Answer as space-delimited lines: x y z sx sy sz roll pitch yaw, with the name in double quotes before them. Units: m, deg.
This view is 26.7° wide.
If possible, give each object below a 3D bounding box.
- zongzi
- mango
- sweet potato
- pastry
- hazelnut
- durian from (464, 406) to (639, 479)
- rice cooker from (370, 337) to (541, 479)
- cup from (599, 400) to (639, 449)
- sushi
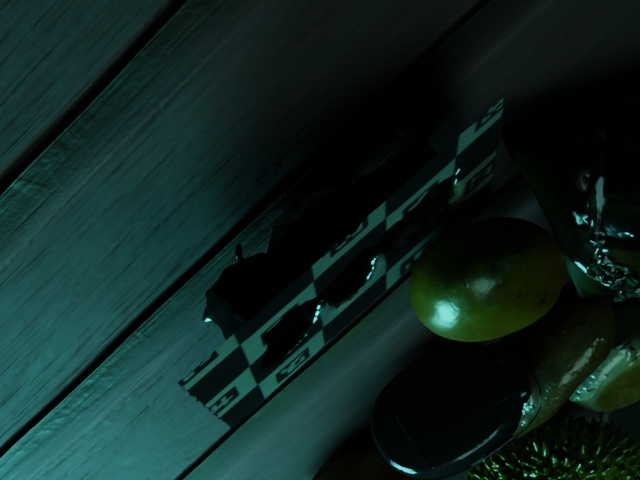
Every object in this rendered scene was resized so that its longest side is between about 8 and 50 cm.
"zongzi" 0.416 -0.105 1.400 0.383 0.362 0.319 2 152 21
"mango" 0.163 0.040 1.374 0.151 0.120 0.221 -31 167 28
"sweet potato" 0.263 0.176 1.673 0.097 0.097 0.292 8 131 -41
"pastry" 0.378 0.155 1.735 0.166 0.088 0.166 -21 142 -17
"hazelnut" 0.071 0.329 1.669 0.182 0.182 0.182 -20 143 -16
"durian" 0.309 0.359 1.790 0.291 0.224 0.291 14 142 11
"rice cooker" 0.158 0.200 1.588 0.203 0.142 0.118 -28 156 -2
"cup" 0.465 0.258 1.875 0.120 0.141 0.120 -18 141 -15
"sushi" 0.000 0.000 1.276 0.373 0.100 0.296 -42 165 -7
